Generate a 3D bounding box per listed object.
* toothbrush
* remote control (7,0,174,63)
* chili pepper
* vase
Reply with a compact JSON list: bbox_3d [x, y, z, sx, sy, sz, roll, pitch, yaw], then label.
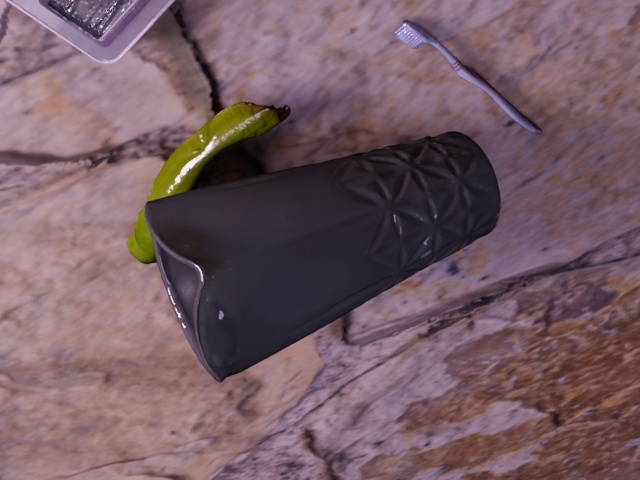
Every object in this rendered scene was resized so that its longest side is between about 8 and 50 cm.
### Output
[{"bbox_3d":[0.136,-0.139,0.898,0.193,0.013,0.019,29,124,-34],"label":"toothbrush"},{"bbox_3d":[-0.214,-0.224,0.705,0.103,0.034,0.250,-41,130,19],"label":"remote control"},{"bbox_3d":[-0.107,-0.057,0.875,0.201,0.050,0.052,-46,172,27],"label":"chili pepper"},{"bbox_3d":[0.000,0.000,0.875,0.301,0.156,0.251,-21,176,-20],"label":"vase"}]
